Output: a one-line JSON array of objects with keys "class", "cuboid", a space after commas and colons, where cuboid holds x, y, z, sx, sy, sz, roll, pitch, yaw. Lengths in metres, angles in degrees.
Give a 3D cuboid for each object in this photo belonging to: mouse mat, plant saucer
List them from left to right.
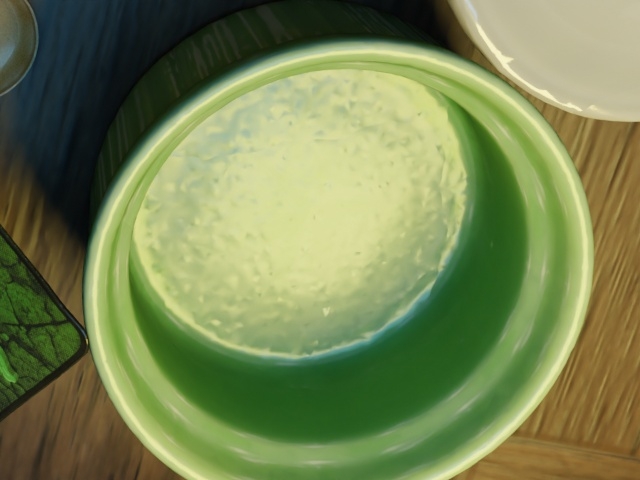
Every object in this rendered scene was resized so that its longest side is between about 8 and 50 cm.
[{"class": "mouse mat", "cuboid": [-0.230, 0.020, 1.136, 0.189, 0.007, 0.152, 52, 131, -1]}, {"class": "plant saucer", "cuboid": [-0.211, -0.123, 1.152, 0.083, 0.015, 0.083, -5, 115, -11]}]

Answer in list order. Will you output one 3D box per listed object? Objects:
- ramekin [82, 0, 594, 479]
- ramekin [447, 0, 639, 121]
[{"class": "ramekin", "cuboid": [0.000, 0.000, 1.180, 0.303, 0.148, 0.303, -5, 115, -10]}, {"class": "ramekin", "cuboid": [0.175, -0.215, 1.126, 0.273, 0.127, 0.273, -6, 111, -15]}]
